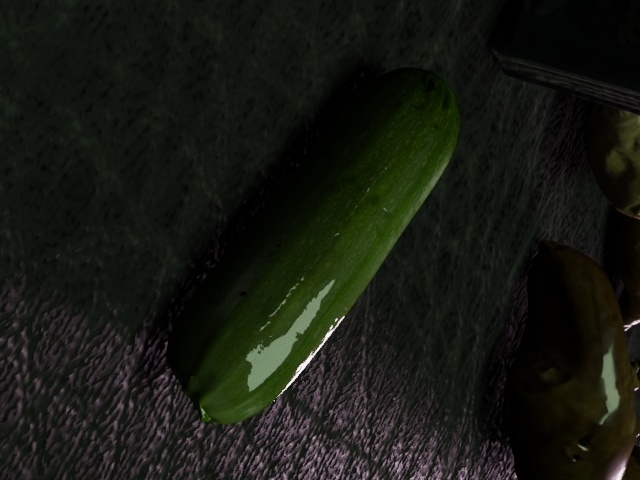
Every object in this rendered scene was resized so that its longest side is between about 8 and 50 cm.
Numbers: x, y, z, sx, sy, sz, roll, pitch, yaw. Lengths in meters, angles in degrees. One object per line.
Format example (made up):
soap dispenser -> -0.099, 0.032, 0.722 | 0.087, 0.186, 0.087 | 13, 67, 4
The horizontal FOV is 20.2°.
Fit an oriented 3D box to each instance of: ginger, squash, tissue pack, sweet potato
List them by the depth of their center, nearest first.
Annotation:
squash -> 0.000, 0.000, 0.940 | 0.239, 0.069, 0.069 | -53, 149, -27
tissue pack -> 0.195, -0.135, 1.091 | 0.112, 0.156, 0.051 | -61, 147, -12
ginger -> 0.258, -0.142, 1.294 | 0.131, 0.086, 0.294 | 53, 54, -45
ginger -> 0.200, 0.143, 1.360 | 0.133, 0.107, 0.309 | -43, 142, -15
sweet potato -> 0.261, -0.021, 1.402 | 0.069, 0.059, 0.249 | -63, 156, -56
